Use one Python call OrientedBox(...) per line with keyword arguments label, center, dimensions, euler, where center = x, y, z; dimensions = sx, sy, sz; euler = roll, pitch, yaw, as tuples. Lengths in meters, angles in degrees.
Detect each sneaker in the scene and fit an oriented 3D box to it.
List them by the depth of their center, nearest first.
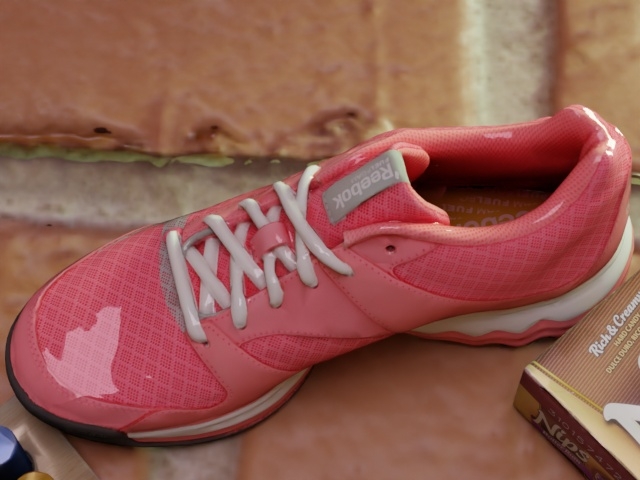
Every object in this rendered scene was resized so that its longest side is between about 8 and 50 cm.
OrientedBox(label="sneaker", center=(0.000, -0.001, 0.704), dimensions=(0.314, 0.136, 0.116), euler=(-16, 63, -7))

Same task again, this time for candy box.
OrientedBox(label="candy box", center=(0.197, 0.051, 0.724), dimensions=(0.187, 0.053, 0.109), euler=(-37, 69, -18))

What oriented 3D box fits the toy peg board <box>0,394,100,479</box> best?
OrientedBox(label="toy peg board", center=(-0.153, 0.160, 0.656), dimensions=(0.161, 0.079, 0.160), euler=(-37, 69, -17))
